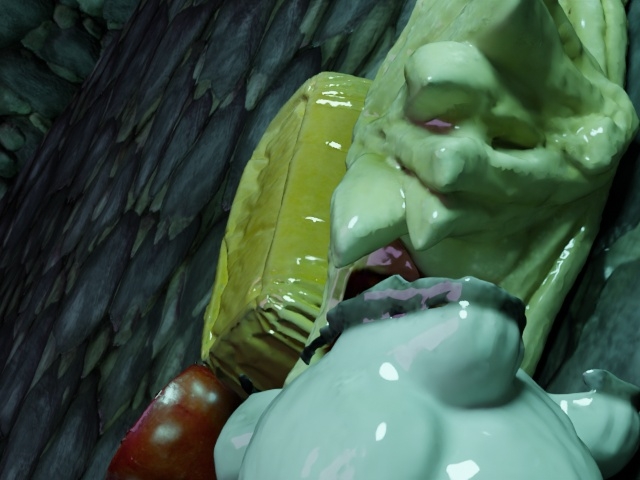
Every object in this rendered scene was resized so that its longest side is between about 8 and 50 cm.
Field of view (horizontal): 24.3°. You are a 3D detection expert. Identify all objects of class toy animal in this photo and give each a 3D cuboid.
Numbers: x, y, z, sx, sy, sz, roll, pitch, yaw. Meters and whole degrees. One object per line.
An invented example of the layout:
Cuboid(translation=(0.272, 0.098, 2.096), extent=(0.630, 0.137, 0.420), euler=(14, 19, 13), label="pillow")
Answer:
Cuboid(translation=(0.045, 0.211, 0.689), extent=(0.258, 0.194, 0.357), euler=(-25, 48, 45), label="toy animal")

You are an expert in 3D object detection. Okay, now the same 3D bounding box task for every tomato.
Cuboid(translation=(-0.101, 0.173, 1.231), extent=(0.139, 0.091, 0.159), euler=(-52, -8, 0), label="tomato")

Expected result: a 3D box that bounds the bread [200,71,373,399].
Cuboid(translation=(0.000, 0.000, 1.159), extent=(0.152, 0.119, 0.288), euler=(-47, 23, 44), label="bread")

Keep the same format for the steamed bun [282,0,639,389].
Cuboid(translation=(0.093, -0.066, 0.933), extent=(0.247, 0.189, 0.428), euler=(-8, 55, 58), label="steamed bun")
